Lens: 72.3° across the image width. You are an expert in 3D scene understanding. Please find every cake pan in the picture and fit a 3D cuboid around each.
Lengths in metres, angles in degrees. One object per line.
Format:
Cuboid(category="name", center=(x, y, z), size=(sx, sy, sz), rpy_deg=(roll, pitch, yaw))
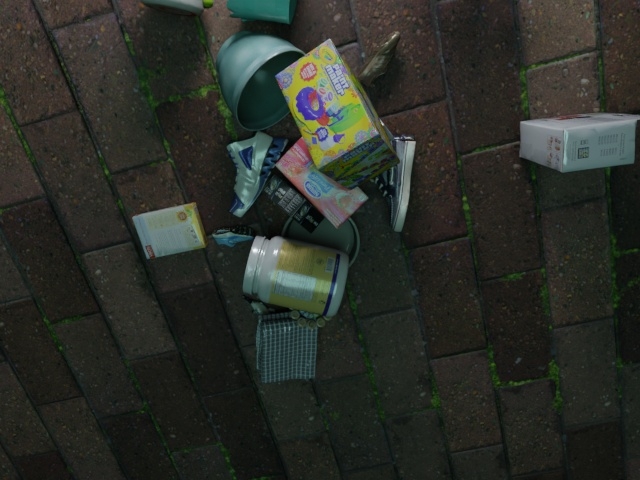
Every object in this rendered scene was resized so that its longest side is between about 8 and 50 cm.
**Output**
Cuboid(category="cake pan", center=(0.000, 0.000, 1.640), size=(0.292, 0.054, 0.294), rpy_deg=(1, 109, 2))

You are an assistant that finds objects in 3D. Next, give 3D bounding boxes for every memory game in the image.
Cuboid(category="memory game", center=(-0.035, 0.249, 1.680), size=(0.186, 0.186, 0.012), rpy_deg=(21, 151, -5))

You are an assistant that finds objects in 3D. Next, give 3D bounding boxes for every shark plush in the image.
Cuboid(category="shark plush", center=(-0.254, 0.283, 1.747), size=(0.161, 0.073, 0.067), rpy_deg=(34, 138, -15))

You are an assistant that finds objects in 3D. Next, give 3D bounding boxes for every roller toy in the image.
Cuboid(category="roller toy", center=(-0.446, -0.773, 1.319), size=(0.190, 0.209, 0.147), rpy_deg=(15, 109, 18))

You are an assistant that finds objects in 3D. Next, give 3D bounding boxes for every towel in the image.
Cuboid(category="towel", center=(-0.129, 0.421, 1.711), size=(0.234, 0.121, 0.284), rpy_deg=(-5, 110, -20))

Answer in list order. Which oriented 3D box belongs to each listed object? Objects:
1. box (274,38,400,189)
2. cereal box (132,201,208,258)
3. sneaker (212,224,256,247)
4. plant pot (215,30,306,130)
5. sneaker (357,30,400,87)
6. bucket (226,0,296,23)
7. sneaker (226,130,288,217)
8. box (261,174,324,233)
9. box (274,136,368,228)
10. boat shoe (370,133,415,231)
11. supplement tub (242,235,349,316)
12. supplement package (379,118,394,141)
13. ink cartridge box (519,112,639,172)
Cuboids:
Cuboid(category="box", center=(0.057, -0.327, 1.205), size=(0.176, 0.279, 0.290), rpy_deg=(-28, 76, 17))
Cuboid(category="cereal box", center=(-0.563, -0.036, 1.650), size=(0.239, 0.047, 0.173), rpy_deg=(-10, 108, 6))
Cuboid(category="sneaker", center=(-0.321, -0.012, 1.654), size=(0.161, 0.064, 0.073), rpy_deg=(-1, 126, 7))
Cuboid(category="plant pot", center=(-0.202, -0.523, 1.373), size=(0.293, 0.293, 0.196), rpy_deg=(-46, 75, 15))
Cuboid(category="sneaker", center=(0.203, -0.591, 1.438), size=(0.071, 0.066, 0.188), rpy_deg=(33, 113, -26))
Cuboid(category="bucket", center=(-0.155, -0.778, 1.274), size=(0.182, 0.281, 0.282), rpy_deg=(12, 109, -4))
Cuboid(category="sneaker", center=(-0.261, -0.256, 1.536), size=(0.182, 0.127, 0.316), rpy_deg=(30, 100, -4))
Cuboid(category="box", center=(-0.094, -0.124, 1.503), size=(0.078, 0.180, 0.147), rpy_deg=(-50, 145, 1))
Cuboid(category="box", center=(0.004, -0.197, 1.492), size=(0.154, 0.142, 0.300), rpy_deg=(-44, 92, 5))
Cuboid(category="boat shoe", center=(0.234, -0.205, 1.538), size=(0.157, 0.127, 0.341), rpy_deg=(6, 101, 7))
Cuboid(category="supplement tub", center=(-0.084, 0.118, 1.528), size=(0.330, 0.241, 0.241), rpy_deg=(13, 109, -2))
Cuboid(category="supplement package", center=(0.092, -0.360, 1.425), size=(0.194, 0.149, 0.203), rpy_deg=(-40, 73, 14))
Cuboid(category="ink cartridge box", center=(0.820, -0.316, 1.370), size=(0.271, 0.309, 0.130), rpy_deg=(-7, 109, 5))
